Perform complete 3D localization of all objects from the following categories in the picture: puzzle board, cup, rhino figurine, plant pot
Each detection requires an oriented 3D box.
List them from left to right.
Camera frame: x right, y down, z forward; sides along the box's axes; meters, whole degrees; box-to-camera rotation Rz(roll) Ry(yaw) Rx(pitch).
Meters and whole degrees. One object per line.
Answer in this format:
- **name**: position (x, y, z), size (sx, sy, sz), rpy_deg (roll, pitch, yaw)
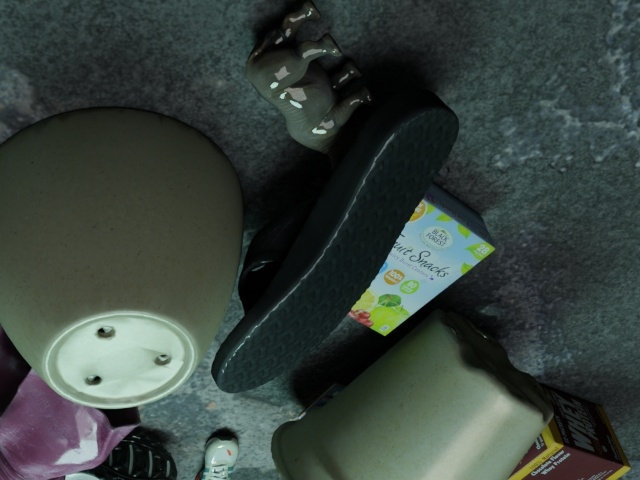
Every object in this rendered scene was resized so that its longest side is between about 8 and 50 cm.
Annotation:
- **cup**: position (-0.236, 0.051, 1.230), size (0.331, 0.237, 0.331), rpy_deg (-8, 137, -8)
- **rhino figurine**: position (0.004, -0.155, 1.207), size (0.106, 0.073, 0.243), rpy_deg (-30, 136, 11)
- **puzzle board**: position (0.043, 0.271, 1.691), size (0.128, 0.011, 0.096), rpy_deg (23, 124, -32)
- **plant pot**: position (0.151, 0.277, 1.532), size (0.333, 0.334, 0.305), rpy_deg (30, 106, -37)

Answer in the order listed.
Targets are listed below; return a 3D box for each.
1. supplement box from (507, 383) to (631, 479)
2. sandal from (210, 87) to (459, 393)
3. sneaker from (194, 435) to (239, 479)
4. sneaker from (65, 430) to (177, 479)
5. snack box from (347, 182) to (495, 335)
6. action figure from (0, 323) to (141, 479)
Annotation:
- **supplement box**: position (0.367, 0.357, 1.782), size (0.194, 0.129, 0.191), rpy_deg (22, 125, -33)
- **sandal**: position (0.002, -0.001, 1.281), size (0.167, 0.107, 0.446), rpy_deg (9, 122, -52)
- **sneaker**: position (-0.161, 0.378, 1.696), size (0.057, 0.075, 0.161), rpy_deg (5, 133, -20)
- **sneaker**: position (-0.352, 0.346, 1.608), size (0.271, 0.100, 0.108), rpy_deg (4, 143, -11)
- **snack box**: position (0.094, 0.015, 1.405), size (0.174, 0.070, 0.207), rpy_deg (30, 119, -36)
- **action figure**: position (-0.382, 0.294, 1.392), size (0.275, 0.248, 0.370), rpy_deg (15, 113, -34)
